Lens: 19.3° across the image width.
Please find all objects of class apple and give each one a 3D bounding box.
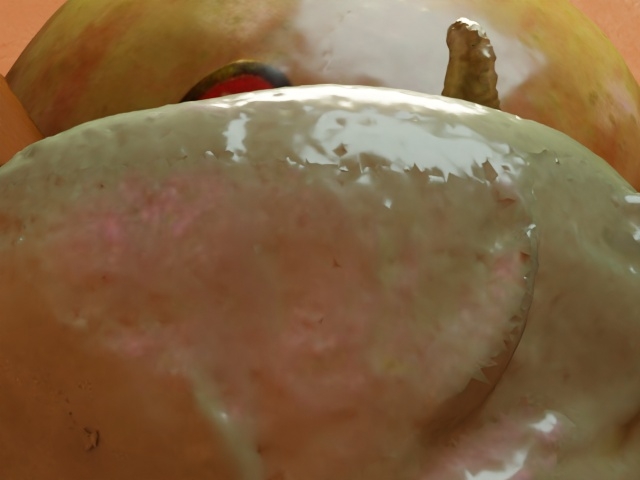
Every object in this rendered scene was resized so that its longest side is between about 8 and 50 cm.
[{"bbox_3d":[0.000,0.000,1.032,0.391,0.346,0.391,34,-32,25],"label":"apple"}]

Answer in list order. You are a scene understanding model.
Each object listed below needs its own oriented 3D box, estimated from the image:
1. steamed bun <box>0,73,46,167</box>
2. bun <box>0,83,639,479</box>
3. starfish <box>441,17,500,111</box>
[{"bbox_3d":[-0.305,-0.056,0.822,0.379,0.248,0.235,53,10,10],"label":"steamed bun"},{"bbox_3d":[0.001,0.094,0.578,0.283,0.283,0.179,23,36,-32],"label":"bun"},{"bbox_3d":[-0.056,0.074,0.726,0.301,0.293,0.084,76,-2,-46],"label":"starfish"}]
